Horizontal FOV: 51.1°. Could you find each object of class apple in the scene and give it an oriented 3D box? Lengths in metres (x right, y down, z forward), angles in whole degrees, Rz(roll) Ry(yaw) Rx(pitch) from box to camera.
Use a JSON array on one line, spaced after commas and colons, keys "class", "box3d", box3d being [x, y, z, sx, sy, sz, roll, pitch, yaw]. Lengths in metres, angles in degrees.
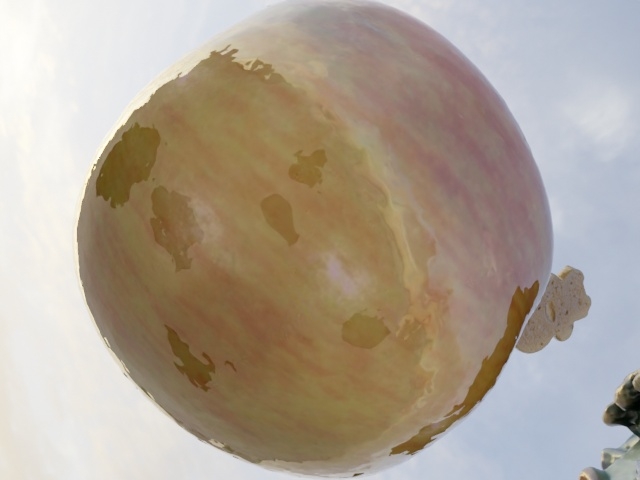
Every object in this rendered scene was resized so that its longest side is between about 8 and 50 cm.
[{"class": "apple", "box3d": [0.000, 0.000, 0.565, 0.346, 0.391, 0.391, 44, -47, 4]}]

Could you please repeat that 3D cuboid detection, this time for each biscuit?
[{"class": "biscuit", "box3d": [0.456, 0.147, 1.363, 0.036, 0.225, 0.166, 24, -37, 61]}]

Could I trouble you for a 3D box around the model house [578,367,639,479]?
[{"class": "model house", "box3d": [0.354, 0.274, 0.638, 0.252, 0.329, 0.295, 56, -19, -7]}]
